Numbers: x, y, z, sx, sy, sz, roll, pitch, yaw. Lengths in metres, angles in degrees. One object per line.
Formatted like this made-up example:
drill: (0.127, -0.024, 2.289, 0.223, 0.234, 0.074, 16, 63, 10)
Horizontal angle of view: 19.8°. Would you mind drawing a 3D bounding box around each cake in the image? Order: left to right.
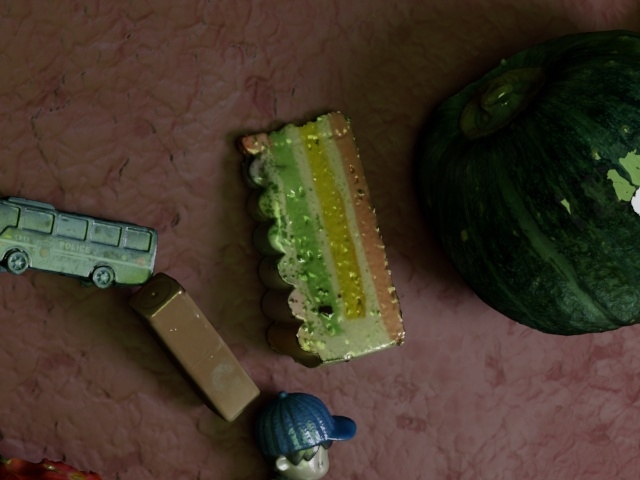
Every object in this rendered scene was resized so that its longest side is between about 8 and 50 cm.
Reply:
cake: (-0.006, 0.005, 1.658, 0.109, 0.090, 0.225, -11, 81, -20)

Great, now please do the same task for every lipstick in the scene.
lipstick: (-0.109, 0.093, 1.595, 0.045, 0.045, 0.145, -45, 129, -14)

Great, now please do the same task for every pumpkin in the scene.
pumpkin: (0.253, -0.034, 1.641, 0.293, 0.197, 0.263, -32, 113, 5)

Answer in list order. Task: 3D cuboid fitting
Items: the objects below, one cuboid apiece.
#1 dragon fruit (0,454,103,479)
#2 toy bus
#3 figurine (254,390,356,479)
dragon fruit: (-0.253, 0.307, 1.500, 0.205, 0.210, 0.268, 37, 75, 18)
toy bus: (-0.222, 0.003, 1.561, 0.166, 0.047, 0.065, 11, 86, -25)
figurine: (-0.022, 0.210, 1.658, 0.087, 0.086, 0.149, 15, 103, 16)
